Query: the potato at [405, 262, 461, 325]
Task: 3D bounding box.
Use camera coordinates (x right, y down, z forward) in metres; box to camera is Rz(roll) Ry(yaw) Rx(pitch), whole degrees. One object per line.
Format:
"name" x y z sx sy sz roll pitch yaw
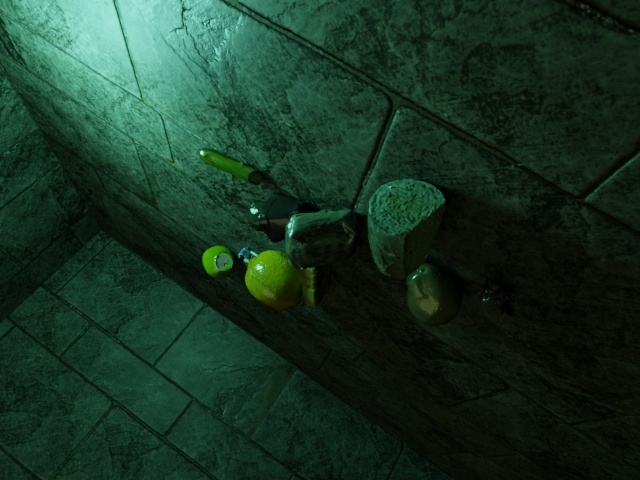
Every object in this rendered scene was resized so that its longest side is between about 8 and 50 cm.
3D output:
"potato" 0.368 0.181 1.461 0.177 0.160 0.235 -20 111 15

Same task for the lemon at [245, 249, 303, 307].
"lemon" -0.204 0.186 2.035 0.310 0.258 0.258 38 154 14

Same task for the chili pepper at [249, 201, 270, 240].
"chili pepper" -0.216 -0.073 1.860 0.108 0.062 0.216 -14 123 50

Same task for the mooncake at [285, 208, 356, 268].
"mooncake" 0.001 0.004 1.536 0.250 0.136 0.254 -6 147 -3

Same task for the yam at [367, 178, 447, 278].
"yam" 0.231 -0.028 1.266 0.201 0.202 0.271 45 163 37

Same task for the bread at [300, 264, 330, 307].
"bread" -0.018 0.152 1.887 0.077 0.138 0.361 27 152 16

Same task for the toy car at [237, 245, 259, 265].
"toy car" -0.339 0.105 2.263 0.170 0.080 0.070 30 154 12

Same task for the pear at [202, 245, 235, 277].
"pear" -0.564 0.120 2.450 0.187 0.187 0.219 46 154 -16

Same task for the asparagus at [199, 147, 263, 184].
"asparagus" -0.343 -0.282 1.679 0.277 0.060 0.067 24 140 22

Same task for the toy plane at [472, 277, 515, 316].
"toy plane" 0.546 0.190 1.357 0.130 0.061 0.189 -3 133 51

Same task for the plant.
"plant" -0.151 -0.086 1.657 0.256 0.164 0.142 4 139 30
